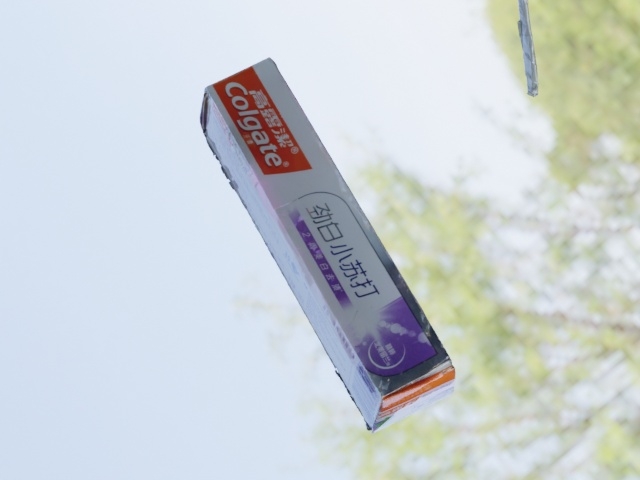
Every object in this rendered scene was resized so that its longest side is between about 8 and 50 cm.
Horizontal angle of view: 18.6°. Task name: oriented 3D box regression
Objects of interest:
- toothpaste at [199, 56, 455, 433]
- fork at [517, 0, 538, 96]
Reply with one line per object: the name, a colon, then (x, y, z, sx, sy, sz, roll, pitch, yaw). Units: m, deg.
toothpaste: (0.000, 0.000, 0.951, 0.196, 0.047, 0.040, 60, 170, 27)
fork: (0.088, -0.109, 0.857, 0.016, 0.012, 0.115, -122, 13, -48)
